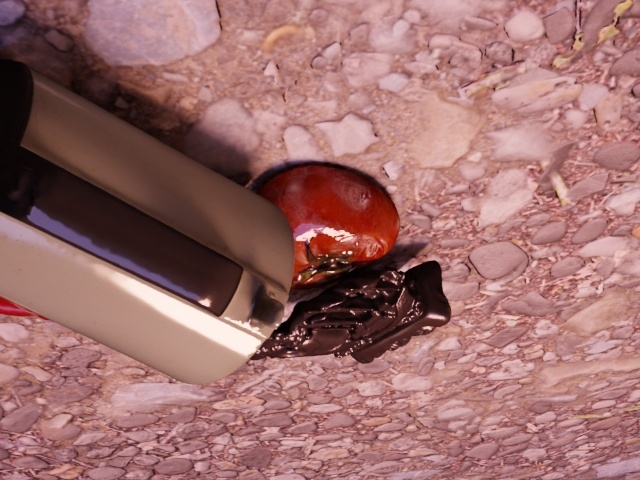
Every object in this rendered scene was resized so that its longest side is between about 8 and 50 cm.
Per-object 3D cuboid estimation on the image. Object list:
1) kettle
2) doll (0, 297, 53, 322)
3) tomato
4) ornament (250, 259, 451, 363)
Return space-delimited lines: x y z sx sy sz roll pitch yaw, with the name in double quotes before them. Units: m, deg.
"kettle" -0.211 0.000 0.951 0.376 0.361 0.250 32 86 -40
"doll" -0.388 0.052 1.174 0.384 0.099 0.188 18 145 -30
"tomato" 0.000 0.002 1.196 0.227 0.101 0.228 -9 147 -6
"ornament" 0.024 0.108 1.284 0.260 0.106 0.251 5 151 -41
